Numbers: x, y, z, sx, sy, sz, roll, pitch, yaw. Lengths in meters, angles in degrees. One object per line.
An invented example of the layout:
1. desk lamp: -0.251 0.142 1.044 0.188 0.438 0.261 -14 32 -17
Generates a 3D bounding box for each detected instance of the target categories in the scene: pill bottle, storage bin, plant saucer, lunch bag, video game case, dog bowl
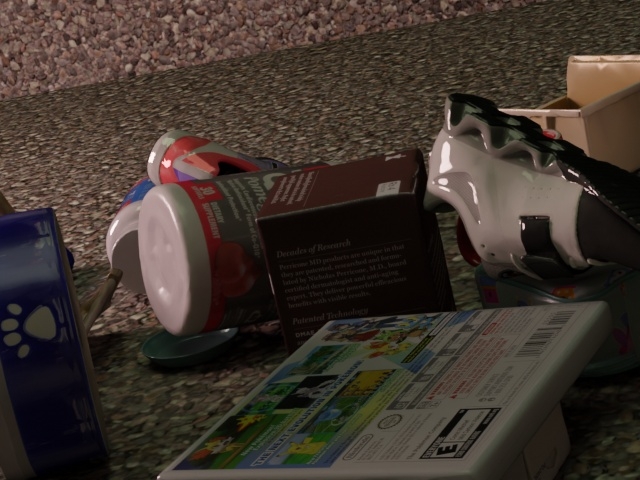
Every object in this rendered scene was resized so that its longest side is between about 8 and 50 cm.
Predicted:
1. pill bottle: -0.038 0.002 1.879 0.318 0.176 0.176 -9 14 -24
2. storage bin: 0.360 -0.168 2.259 0.262 0.123 0.260 -26 21 -36
3. pill bottle: -0.223 -0.007 2.174 0.124 0.124 0.221 -12 16 5
4. plant saucer: -0.149 0.122 1.874 0.119 0.021 0.119 -12 16 4
5. lunch bag: 0.311 0.038 1.645 0.279 0.108 0.224 -21 17 -25
6. video game case: 0.065 0.140 1.403 0.300 0.036 0.329 -6 19 31
7. dog bowl: -0.291 0.103 1.619 0.104 0.265 0.265 -13 16 -7

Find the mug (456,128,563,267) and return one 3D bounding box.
1. mug: 0.225 -0.029 1.820 0.150 0.169 0.113 -11 17 5

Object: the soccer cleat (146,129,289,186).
1. soccer cleat: -0.097 -0.064 2.175 0.116 0.109 0.318 28 5 37

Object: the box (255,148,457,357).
1. box: 0.043 0.033 1.700 0.167 0.203 0.168 -11 16 10

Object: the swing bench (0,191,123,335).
1. swing bench: -0.396 0.071 1.891 0.165 0.254 0.253 -47 9 22

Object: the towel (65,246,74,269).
1. towel: -0.481 0.073 2.198 0.227 0.076 0.308 -11 17 9

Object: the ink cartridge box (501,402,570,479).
1. ink cartridge box: 0.129 0.177 1.399 0.150 0.063 0.109 -6 17 27

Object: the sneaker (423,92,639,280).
1. sneaker: 0.227 -0.011 1.526 0.122 0.146 0.330 4 23 -44
